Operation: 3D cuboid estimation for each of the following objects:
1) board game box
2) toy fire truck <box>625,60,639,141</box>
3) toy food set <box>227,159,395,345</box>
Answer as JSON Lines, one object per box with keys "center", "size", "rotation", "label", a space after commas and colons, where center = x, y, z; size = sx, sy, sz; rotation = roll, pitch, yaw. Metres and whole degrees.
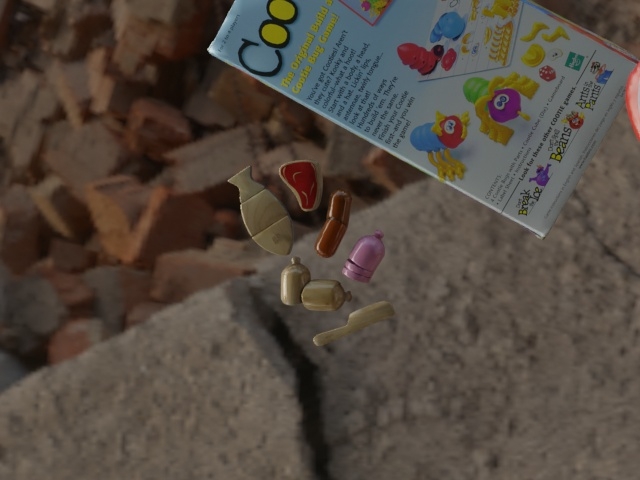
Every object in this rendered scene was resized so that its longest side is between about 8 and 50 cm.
{"center": [0.080, -0.138, 1.152], "size": [0.275, 0.142, 0.144], "rotation": [29, 103, 1], "label": "board game box"}
{"center": [0.180, -0.126, 0.643], "size": [0.192, 0.047, 0.135], "rotation": [-57, 44, 38], "label": "toy fire truck"}
{"center": [0.000, 0.000, 0.979], "size": [0.078, 0.019, 0.122], "rotation": [-24, 90, 14], "label": "toy food set"}
